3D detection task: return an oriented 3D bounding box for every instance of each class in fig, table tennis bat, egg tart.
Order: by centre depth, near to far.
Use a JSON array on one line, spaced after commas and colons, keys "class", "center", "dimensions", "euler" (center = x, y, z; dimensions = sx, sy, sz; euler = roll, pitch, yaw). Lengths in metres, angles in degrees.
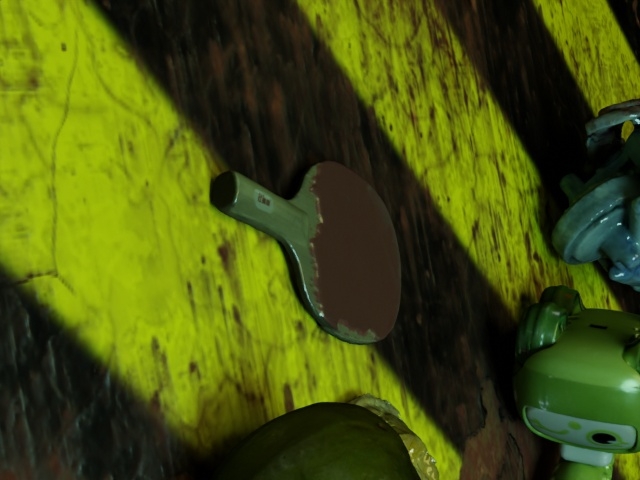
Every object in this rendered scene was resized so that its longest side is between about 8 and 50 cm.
[{"class": "fig", "center": [-0.007, 0.175, 0.791], "dimensions": [0.185, 0.127, 0.132], "euler": [-32, 122, -60]}, {"class": "table tennis bat", "center": [0.000, 0.000, 0.950], "dimensions": [0.234, 0.022, 0.131], "euler": [26, 60, -54]}, {"class": "egg tart", "center": [0.051, 0.169, 0.952], "dimensions": [0.129, 0.049, 0.128], "euler": [28, 57, -53]}]

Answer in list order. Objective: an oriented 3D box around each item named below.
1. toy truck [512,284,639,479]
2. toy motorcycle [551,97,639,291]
[{"class": "toy truck", "center": [0.249, 0.141, 1.204], "dimensions": [0.187, 0.148, 0.210], "euler": [-49, 142, -56]}, {"class": "toy motorcycle", "center": [0.377, -0.033, 1.358], "dimensions": [0.319, 0.241, 0.181], "euler": [15, 62, -57]}]
